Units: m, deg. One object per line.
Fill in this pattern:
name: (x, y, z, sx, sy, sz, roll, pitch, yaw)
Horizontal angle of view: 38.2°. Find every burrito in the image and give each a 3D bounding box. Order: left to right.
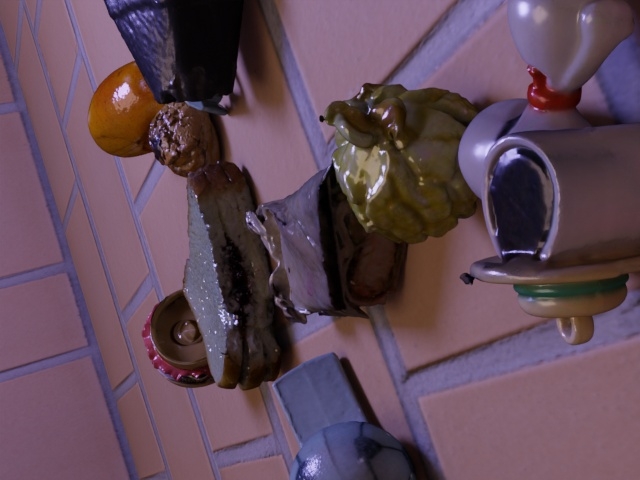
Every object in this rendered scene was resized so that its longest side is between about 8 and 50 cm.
burrito: (0.007, 0.011, 1.052, 0.175, 0.107, 0.347, 59, 158, -2)

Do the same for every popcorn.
popcorn: (0.078, -0.067, 0.809, 0.141, 0.162, 0.136, 9, 80, 26)

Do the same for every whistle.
whistle: (0.023, 0.260, 1.099, 0.290, 0.163, 0.163, 62, 153, 25)

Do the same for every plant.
plant: (-0.184, -0.305, 1.189, 0.164, 0.141, 0.256, -1, 101, 46)

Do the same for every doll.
doll: (0.157, -0.082, 0.611, 0.271, 0.144, 0.208, 95, 159, -48)

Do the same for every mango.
mango: (-0.313, -0.217, 1.572, 0.252, 0.153, 0.126, -34, 65, 51)

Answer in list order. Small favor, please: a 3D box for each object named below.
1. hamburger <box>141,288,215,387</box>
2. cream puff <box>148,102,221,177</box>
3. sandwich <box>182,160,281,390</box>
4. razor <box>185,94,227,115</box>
hamburger: (-0.213, 0.171, 1.566, 0.137, 0.175, 0.175, 94, 152, -58)
cream puff: (-0.214, -0.162, 1.438, 0.133, 0.104, 0.119, 100, 153, -42)
sandwich: (-0.130, 0.064, 1.384, 0.288, 0.099, 0.254, 101, 152, -44)
razor: (-0.171, -0.319, 1.313, 0.111, 0.056, 0.278, -17, -81, -78)
